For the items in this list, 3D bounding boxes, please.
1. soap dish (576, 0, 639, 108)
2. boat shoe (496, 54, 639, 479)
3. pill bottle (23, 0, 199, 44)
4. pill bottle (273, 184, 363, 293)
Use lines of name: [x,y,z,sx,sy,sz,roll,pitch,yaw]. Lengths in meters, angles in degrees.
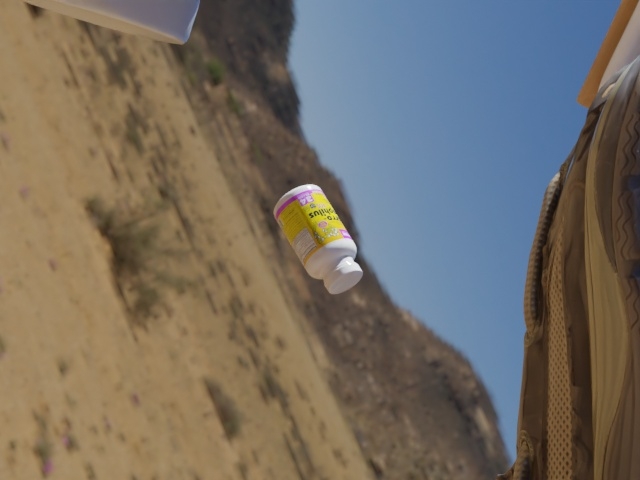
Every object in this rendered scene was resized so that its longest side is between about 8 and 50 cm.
soap dish: [0.396,-0.215,1.282,0.118,0.229,0.290,-61,173,-63]
boat shoe: [0.126,0.110,0.469,0.130,0.132,0.355,158,-61,-81]
pill bottle: [-0.142,-0.354,1.137,0.204,0.204,0.361,-132,-122,-84]
pill bottle: [0.000,0.000,1.104,0.083,0.043,0.043,58,-6,24]
